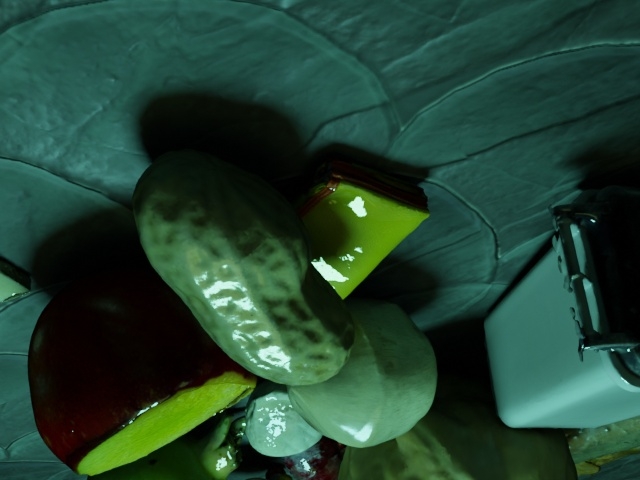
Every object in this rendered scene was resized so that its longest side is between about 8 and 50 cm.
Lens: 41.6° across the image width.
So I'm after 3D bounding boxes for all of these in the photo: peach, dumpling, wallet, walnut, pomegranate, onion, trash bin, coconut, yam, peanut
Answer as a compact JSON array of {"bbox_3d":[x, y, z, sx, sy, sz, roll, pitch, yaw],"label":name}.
[{"bbox_3d":[-0.213,0.143,0.993,0.275,0.248,0.245,-28,103,38],"label":"peach"},{"bbox_3d":[-0.035,0.275,1.328,0.167,0.126,0.215,-1,131,3],"label":"dumpling"},{"bbox_3d":[0.000,0.000,0.984,0.141,0.067,0.241,20,134,-28],"label":"wallet"},{"bbox_3d":[0.208,0.370,1.304,0.384,0.383,0.383,-5,147,-3],"label":"walnut"},{"bbox_3d":[-0.250,0.408,1.410,0.340,0.260,0.260,-46,140,1],"label":"pomegranate"},{"bbox_3d":[0.005,0.414,1.576,0.151,0.098,0.206,-23,143,25],"label":"onion"},{"bbox_3d":[0.357,0.111,1.074,0.296,0.255,0.367,3,154,-18],"label":"trash bin"},{"bbox_3d":[0.041,0.172,1.126,0.224,0.224,0.224,-5,147,-3],"label":"coconut"},{"bbox_3d":[0.488,0.276,1.407,0.268,0.161,0.161,-20,145,18],"label":"yam"},{"bbox_3d":[-0.070,0.037,0.879,0.152,0.152,0.313,-22,117,21],"label":"peanut"}]

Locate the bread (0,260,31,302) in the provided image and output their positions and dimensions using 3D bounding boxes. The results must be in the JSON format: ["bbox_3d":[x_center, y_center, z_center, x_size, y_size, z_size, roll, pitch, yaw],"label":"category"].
[{"bbox_3d":[-0.430,0.063,1.018,0.154,0.028,0.068,-19,145,16],"label":"bread"}]

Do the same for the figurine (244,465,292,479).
[{"bbox_3d":[-0.138,0.499,1.583,0.176,0.287,0.186,31,97,-7],"label":"figurine"}]

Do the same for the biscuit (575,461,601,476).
[{"bbox_3d":[0.406,0.457,1.695,0.237,0.013,0.232,27,141,-34],"label":"biscuit"}]

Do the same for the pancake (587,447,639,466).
[{"bbox_3d":[0.532,0.373,1.644,0.383,0.071,0.382,-4,147,-2],"label":"pancake"}]
